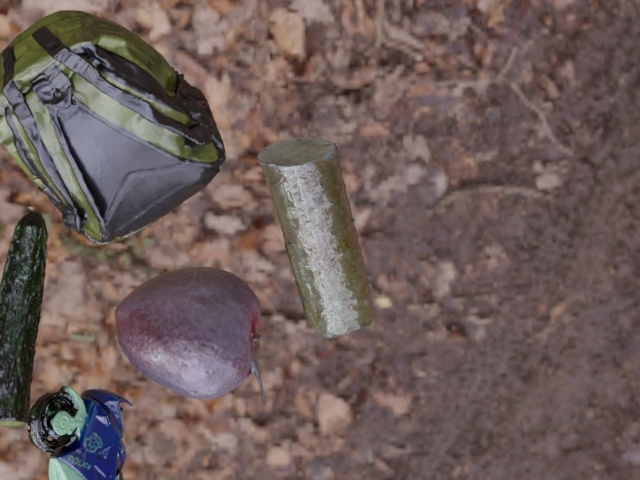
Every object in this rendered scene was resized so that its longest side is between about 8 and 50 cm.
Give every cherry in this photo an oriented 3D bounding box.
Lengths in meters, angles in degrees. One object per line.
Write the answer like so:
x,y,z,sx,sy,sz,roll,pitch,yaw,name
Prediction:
-0.191,0.143,1.984,0.266,0.213,0.183,19,131,-10,cherry

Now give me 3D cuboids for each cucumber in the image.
-0.398,0.098,1.676,0.067,0.293,0.067,5,168,1,cucumber

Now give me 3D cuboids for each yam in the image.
0.000,0.000,1.510,0.093,0.093,0.259,-9,121,10,yam

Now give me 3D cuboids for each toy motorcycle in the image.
-0.373,0.376,2.105,0.125,0.196,0.331,0,115,37,toy motorcycle

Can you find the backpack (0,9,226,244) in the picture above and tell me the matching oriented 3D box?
-0.230,-0.117,1.340,0.207,0.140,0.253,-35,129,10,backpack
